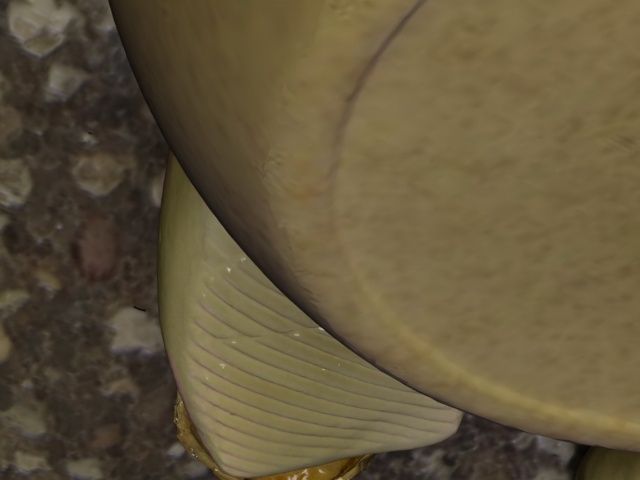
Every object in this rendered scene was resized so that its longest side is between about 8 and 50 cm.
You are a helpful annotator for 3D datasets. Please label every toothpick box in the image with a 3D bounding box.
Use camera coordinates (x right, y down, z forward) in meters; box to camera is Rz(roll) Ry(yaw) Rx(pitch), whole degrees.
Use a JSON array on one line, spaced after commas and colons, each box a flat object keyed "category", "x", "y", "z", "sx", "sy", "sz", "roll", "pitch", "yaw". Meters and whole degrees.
[{"category": "toothpick box", "x": 0.131, "y": -0.182, "z": 0.564, "sx": 0.409, "sy": 0.425, "sz": 0.409, "roll": -1, "pitch": 145, "yaw": 0}]

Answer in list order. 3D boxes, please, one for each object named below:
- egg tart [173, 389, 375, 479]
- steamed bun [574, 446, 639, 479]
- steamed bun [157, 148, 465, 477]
[{"category": "egg tart", "x": -0.021, "y": 0.106, "z": 1.017, "sx": 0.129, "sy": 0.049, "sz": 0.128, "roll": 0, "pitch": 124, "yaw": -1}, {"category": "steamed bun", "x": 0.295, "y": 0.193, "z": 0.998, "sx": 0.289, "sy": 0.203, "sz": 0.276, "roll": 1, "pitch": 123, "yaw": -5}, {"category": "steamed bun", "x": 0.000, "y": 0.000, "z": 0.896, "sx": 0.170, "sy": 0.152, "sz": 0.238, "roll": -7, "pitch": 139, "yaw": -7}]
